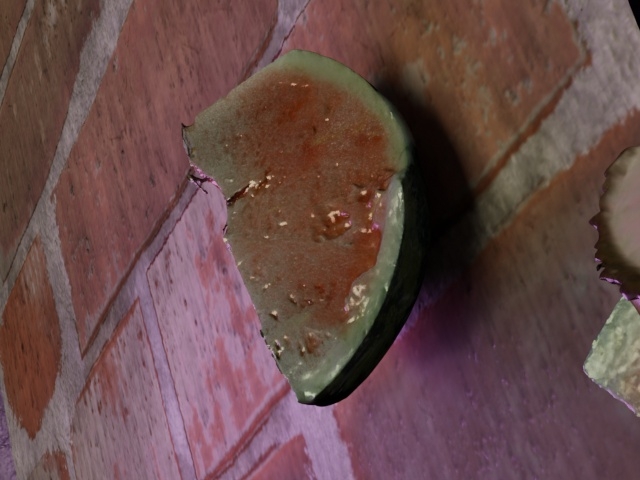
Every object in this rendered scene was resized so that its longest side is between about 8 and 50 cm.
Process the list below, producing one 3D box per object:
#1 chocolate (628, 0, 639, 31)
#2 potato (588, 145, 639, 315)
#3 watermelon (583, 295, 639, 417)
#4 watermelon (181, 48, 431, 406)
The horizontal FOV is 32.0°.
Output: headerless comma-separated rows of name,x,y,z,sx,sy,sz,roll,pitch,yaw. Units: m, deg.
chocolate,0.280,-0.173,0.523,0.224,0.206,0.177,14,60,44
potato,0.273,0.036,0.422,0.266,0.229,0.229,44,150,-13
watermelon,0.273,0.081,0.583,0.241,0.094,0.154,49,123,45
watermelon,0.000,0.000,0.933,0.224,0.180,0.305,105,150,-46
